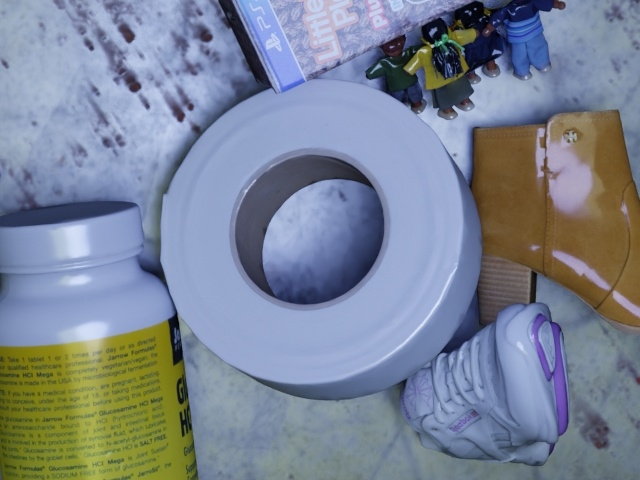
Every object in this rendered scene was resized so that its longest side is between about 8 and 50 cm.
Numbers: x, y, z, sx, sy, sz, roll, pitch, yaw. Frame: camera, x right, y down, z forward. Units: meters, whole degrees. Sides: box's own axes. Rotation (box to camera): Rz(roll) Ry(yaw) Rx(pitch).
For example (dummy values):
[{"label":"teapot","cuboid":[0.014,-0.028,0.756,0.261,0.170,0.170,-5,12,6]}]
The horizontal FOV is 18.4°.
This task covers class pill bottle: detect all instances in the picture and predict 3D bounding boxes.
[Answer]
[{"label":"pill bottle","cuboid":[-0.215,0.138,1.808,0.188,0.188,0.334,-7,99,-6]}]

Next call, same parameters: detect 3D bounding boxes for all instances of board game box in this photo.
[{"label":"board game box","cuboid":[0.051,-0.259,1.761,0.291,0.232,0.141,-26,99,-3]}]

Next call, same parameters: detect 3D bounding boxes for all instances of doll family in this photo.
[{"label":"doll family","cuboid":[0.137,-0.184,1.840,0.193,0.076,0.111,-30,128,-17]}]

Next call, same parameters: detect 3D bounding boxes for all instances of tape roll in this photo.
[{"label":"tape roll","cuboid":[0.000,0.000,1.795,0.286,0.100,0.286,-3,76,14]}]

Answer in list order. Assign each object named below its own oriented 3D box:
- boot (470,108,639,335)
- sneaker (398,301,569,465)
[{"label":"boot","cuboid":[0.286,-0.018,1.870,0.295,0.104,0.211,2,94,8]},{"label":"sneaker","cuboid":[0.149,0.145,1.809,0.152,0.305,0.114,0,66,1]}]
